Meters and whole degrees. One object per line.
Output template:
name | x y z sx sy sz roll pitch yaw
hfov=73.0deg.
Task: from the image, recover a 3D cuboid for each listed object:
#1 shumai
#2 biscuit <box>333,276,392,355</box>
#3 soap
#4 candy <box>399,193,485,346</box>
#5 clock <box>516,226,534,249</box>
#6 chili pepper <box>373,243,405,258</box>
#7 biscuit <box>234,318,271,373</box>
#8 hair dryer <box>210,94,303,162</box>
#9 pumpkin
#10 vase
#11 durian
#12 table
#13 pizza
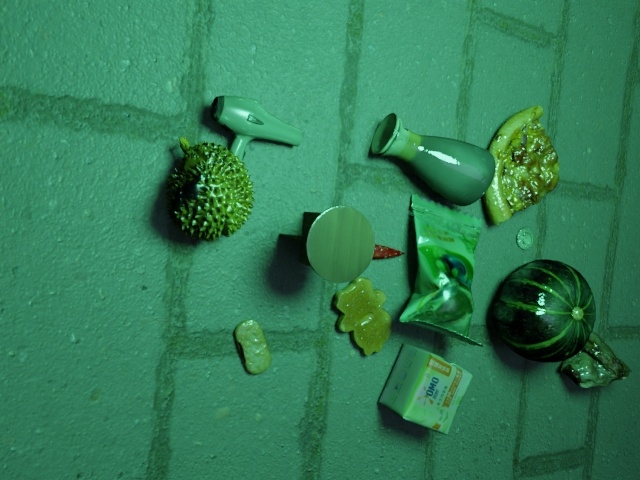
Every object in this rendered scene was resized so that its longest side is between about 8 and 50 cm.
shumai | 0.954 0.439 1.550 0.218 0.184 0.185 31 116 -34
biscuit | 0.125 0.213 1.207 0.166 0.036 0.226 -38 111 -16
soap | 0.301 0.424 1.245 0.182 0.138 0.200 29 83 -22
candy | 0.355 0.079 1.237 0.262 0.172 0.398 18 74 -28
clock | 0.694 -0.006 1.459 0.083 0.010 0.074 33 80 -23
chili pepper | 0.170 0.034 1.218 0.178 0.027 0.045 7 90 -26
biscuit | -0.169 0.269 1.089 0.071 0.018 0.147 -22 101 -24
hair dryer | -0.149 -0.207 1.047 0.229 0.092 0.267 -8 111 -29
pumpkin | 0.698 0.218 1.351 0.322 0.241 0.324 -3 97 -25
vase | 0.305 -0.229 1.196 0.320 0.173 0.174 21 85 -17
durian | -0.255 -0.109 0.933 0.193 0.138 0.238 -28 101 18
table | 0.000 0.000 1.030 0.167 0.226 0.167 -2 96 -24
pizza | 0.640 -0.226 1.371 0.277 0.114 0.409 29 85 -18
